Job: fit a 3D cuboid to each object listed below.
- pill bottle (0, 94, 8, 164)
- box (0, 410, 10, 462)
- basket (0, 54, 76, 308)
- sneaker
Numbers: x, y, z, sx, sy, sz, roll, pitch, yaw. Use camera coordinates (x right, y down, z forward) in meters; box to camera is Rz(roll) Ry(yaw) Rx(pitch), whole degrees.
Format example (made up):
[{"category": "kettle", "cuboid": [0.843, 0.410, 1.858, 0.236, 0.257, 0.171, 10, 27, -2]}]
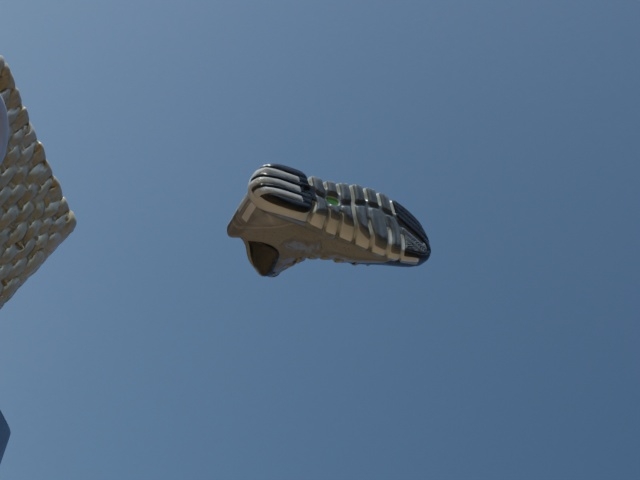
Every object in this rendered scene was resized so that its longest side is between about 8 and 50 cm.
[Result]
[{"category": "pill bottle", "cuboid": [-0.376, -0.105, 1.105, 0.152, 0.086, 0.086, 2, -71, 7]}, {"category": "box", "cuboid": [-0.573, 0.326, 1.388, 0.179, 0.312, 0.343, 108, -3, -68]}, {"category": "basket", "cuboid": [-0.571, -0.057, 1.703, 0.266, 0.331, 0.328, -7, -63, 25]}, {"category": "sneaker", "cuboid": [0.000, 0.000, 1.321, 0.132, 0.228, 0.086, -50, -150, 38]}]
